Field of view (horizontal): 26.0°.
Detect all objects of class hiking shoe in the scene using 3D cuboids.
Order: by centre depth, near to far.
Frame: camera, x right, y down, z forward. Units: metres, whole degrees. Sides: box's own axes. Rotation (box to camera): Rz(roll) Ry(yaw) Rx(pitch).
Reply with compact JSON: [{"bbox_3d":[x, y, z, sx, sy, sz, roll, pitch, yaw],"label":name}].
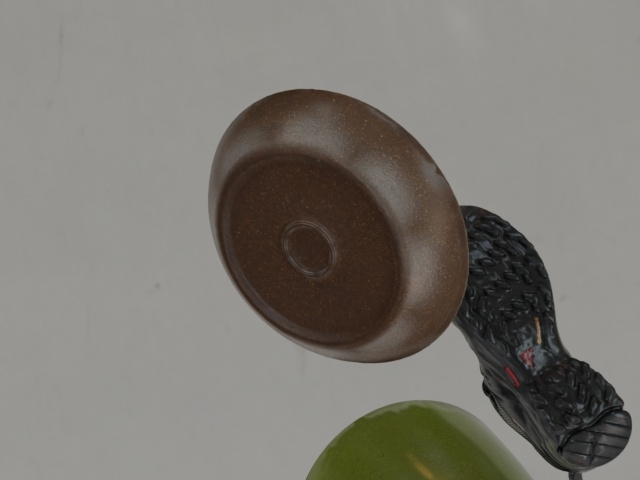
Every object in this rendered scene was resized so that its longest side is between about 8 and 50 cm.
[{"bbox_3d":[0.141,0.083,1.055,0.086,0.114,0.227,-21,70,-18],"label":"hiking shoe"}]

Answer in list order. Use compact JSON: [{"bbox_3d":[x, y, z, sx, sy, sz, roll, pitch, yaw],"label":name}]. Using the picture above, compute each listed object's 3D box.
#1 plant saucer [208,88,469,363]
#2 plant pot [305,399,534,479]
[{"bbox_3d":[0.000,0.000,0.908,0.198,0.198,0.036,43,40,8],"label":"plant saucer"},{"bbox_3d":[0.149,0.339,1.446,0.275,0.293,0.275,-4,102,-20],"label":"plant pot"}]
